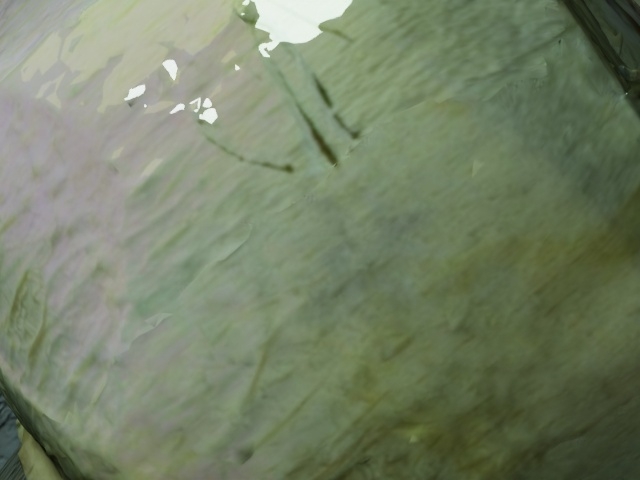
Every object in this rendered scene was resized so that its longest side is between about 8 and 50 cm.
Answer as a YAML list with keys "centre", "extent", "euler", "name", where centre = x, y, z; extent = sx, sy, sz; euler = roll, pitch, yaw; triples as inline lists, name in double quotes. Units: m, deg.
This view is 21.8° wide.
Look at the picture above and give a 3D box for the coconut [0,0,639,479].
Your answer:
- centre: [0.000, 0.000, 0.780]
  extent: [0.404, 0.405, 0.404]
  euler: [-49, 12, 15]
  name: "coconut"
